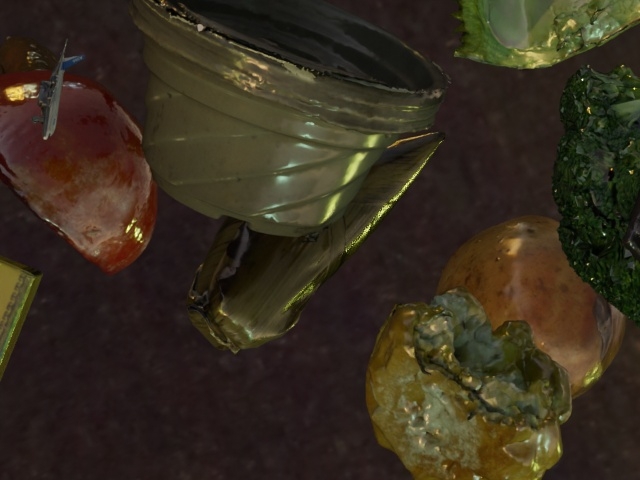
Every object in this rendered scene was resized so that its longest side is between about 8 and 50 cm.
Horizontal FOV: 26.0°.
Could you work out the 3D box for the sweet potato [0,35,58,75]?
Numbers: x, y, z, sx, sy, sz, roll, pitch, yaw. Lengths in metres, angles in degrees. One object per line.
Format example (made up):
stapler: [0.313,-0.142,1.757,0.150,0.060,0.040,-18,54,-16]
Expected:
sweet potato: [-0.324,-0.170,1.582,0.075,0.075,0.273,33,10,-30]

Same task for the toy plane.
toy plane: [-0.207,-0.115,1.077,0.024,0.078,0.084,21,61,-9]

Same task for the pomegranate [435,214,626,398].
pomegranate: [0.295,0.103,1.982,0.281,0.281,0.281,23,54,-37]

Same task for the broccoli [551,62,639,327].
broccoli: [0.339,-0.035,1.162,0.308,0.275,0.308,40,22,-20]

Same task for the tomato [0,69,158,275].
tomato: [-0.240,-0.082,1.366,0.200,0.139,0.233,47,1,39]

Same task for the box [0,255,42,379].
box: [-0.366,0.042,1.033,0.279,0.041,0.153,22,91,-4]

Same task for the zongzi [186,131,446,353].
zongzi: [-0.001,0.001,1.126,0.094,0.204,0.205,58,32,-24]

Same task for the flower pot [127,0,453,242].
flower pot: [-0.036,-0.091,0.964,0.235,0.140,0.235,16,19,-6]

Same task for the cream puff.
cream puff: [0.146,0.149,1.364,0.221,0.195,0.194,46,40,7]

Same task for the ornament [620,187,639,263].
ornament: [0.279,0.000,0.753,0.081,0.203,0.088,43,61,-49]

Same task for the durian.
durian: [0.303,-0.326,1.504,0.163,0.394,0.198,33,47,-55]
